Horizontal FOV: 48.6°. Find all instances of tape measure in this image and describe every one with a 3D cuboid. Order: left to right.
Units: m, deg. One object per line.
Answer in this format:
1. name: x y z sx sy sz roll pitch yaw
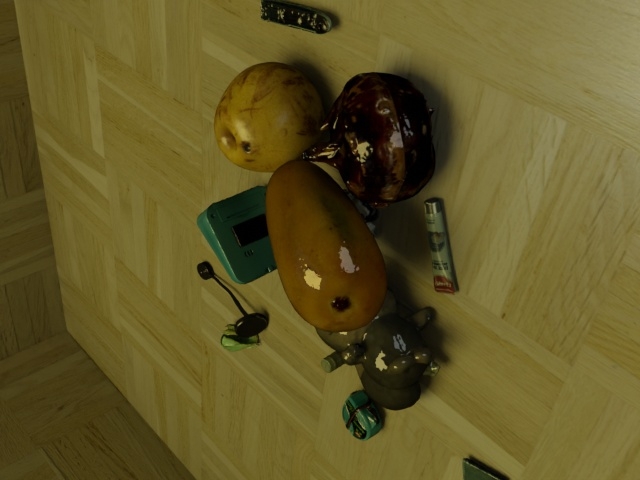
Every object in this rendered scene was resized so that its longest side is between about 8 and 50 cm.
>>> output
1. tape measure: 0.122 0.528 2.111 0.125 0.081 0.146 48 142 25

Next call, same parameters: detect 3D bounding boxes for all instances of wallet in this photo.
1. wallet: 0.427 0.620 1.837 0.129 0.026 0.088 22 131 41

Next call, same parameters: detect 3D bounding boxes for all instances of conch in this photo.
1. conch: -0.288 0.339 2.515 0.170 0.079 0.105 -11 109 37

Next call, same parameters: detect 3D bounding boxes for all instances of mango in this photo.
1. mango: 0.000 0.000 1.621 0.300 0.232 0.445 58 -171 -60

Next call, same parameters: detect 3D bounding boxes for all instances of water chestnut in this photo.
1. water chestnut: 0.102 -0.208 1.528 0.300 0.300 0.300 29 131 38

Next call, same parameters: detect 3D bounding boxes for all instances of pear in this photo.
1. pear: -0.126 -0.300 1.763 0.281 0.281 0.280 29 131 38

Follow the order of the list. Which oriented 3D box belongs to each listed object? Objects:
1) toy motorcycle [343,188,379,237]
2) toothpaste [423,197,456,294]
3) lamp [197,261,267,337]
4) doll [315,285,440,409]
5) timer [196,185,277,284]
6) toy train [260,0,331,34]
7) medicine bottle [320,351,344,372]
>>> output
1. toy motorcycle: 0.068 -0.042 1.820 0.150 0.102 0.221 34 135 17
2. toothpaste: 0.276 0.017 1.650 0.062 0.039 0.239 7 119 41
3. lamp: -0.338 0.195 2.451 0.371 0.109 0.130 43 140 26
4. doll: 0.107 0.263 1.838 0.382 0.252 0.378 47 141 31
5. timer: -0.210 -0.011 2.067 0.091 0.232 0.249 -32 84 55
6. toy train: -0.050 -0.537 1.702 0.234 0.051 0.052 25 130 36
7. medicine bottle: 0.046 0.353 2.095 0.047 0.083 0.047 28 130 39
